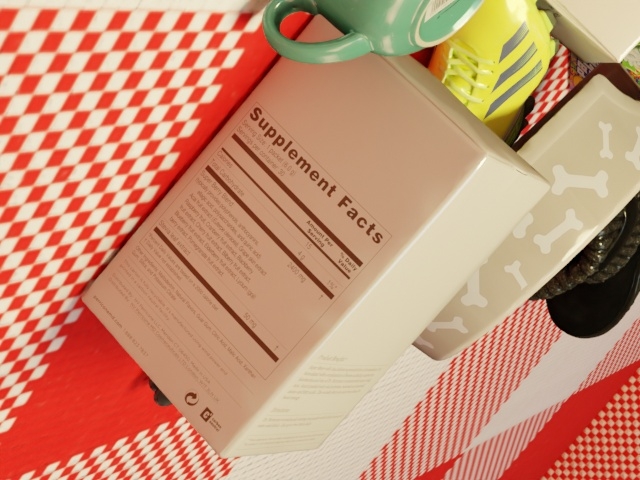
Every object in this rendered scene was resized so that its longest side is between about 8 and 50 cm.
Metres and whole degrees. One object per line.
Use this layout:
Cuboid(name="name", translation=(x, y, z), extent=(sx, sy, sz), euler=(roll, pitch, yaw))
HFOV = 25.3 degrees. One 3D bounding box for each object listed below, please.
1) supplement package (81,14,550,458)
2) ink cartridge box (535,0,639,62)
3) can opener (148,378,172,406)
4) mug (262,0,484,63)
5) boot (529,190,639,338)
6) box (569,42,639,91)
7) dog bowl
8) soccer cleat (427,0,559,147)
Cuboid(name="supplement package", translation=(0.000, 0.000, 1.091), extent=(0.293, 0.175, 0.177), euler=(-49, 158, 11))
Cuboid(name="ink cartridge box", translation=(0.274, -0.252, 1.180), extent=(0.219, 0.092, 0.160), euler=(-47, -175, 6))
Cuboid(name="can opener", translation=(-0.086, 0.073, 1.268), extent=(0.186, 0.073, 0.059), euler=(-47, -161, 14))
Cuboid(name="mug", translation=(0.050, -0.177, 0.953), extent=(0.129, 0.097, 0.157), euler=(-12, 142, -57))
Cuboid(name="boot", translation=(0.330, 0.034, 1.866), extent=(0.260, 0.131, 0.348), euler=(-35, 148, -44))
Cuboid(name="box", translation=(0.452, -0.192, 1.447), extent=(0.290, 0.279, 0.177), euler=(-43, 161, -6))
Cuboid(name="dog bowl", translation=(0.187, -0.024, 1.352), extent=(0.349, 0.102, 0.349), euler=(-43, 179, -1))
Cuboid(name="soccer cleat", translation=(0.125, -0.133, 1.198), extent=(0.121, 0.093, 0.289), euler=(-38, 160, -12))
